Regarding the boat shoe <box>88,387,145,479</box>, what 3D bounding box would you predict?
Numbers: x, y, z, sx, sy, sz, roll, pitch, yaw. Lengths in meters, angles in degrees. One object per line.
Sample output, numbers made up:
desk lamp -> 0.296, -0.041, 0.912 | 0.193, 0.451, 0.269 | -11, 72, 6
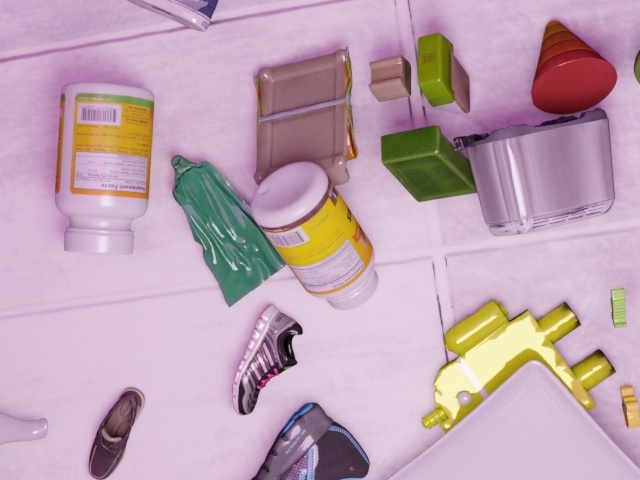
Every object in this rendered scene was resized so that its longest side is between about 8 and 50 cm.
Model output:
boat shoe -> -0.317, 0.295, 1.622 | 0.056, 0.049, 0.152 | 23, 93, 7

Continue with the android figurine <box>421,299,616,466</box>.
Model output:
android figurine -> 0.276, 0.214, 1.535 | 0.273, 0.056, 0.248 | -34, 86, 5

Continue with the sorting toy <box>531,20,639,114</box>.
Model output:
sorting toy -> 0.463, -0.289, 1.502 | 0.366, 0.127, 0.126 | -13, 58, 5

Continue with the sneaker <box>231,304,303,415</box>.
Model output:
sneaker -> -0.075, 0.184, 1.580 | 0.075, 0.063, 0.170 | 20, 88, 14

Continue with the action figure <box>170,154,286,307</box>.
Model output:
action figure -> -0.148, -0.034, 1.592 | 0.137, 0.063, 0.232 | -36, 89, 8

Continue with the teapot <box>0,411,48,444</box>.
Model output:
teapot -> -0.582, 0.332, 1.601 | 0.256, 0.187, 0.252 | 14, 72, 34

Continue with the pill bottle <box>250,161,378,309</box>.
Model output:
pill bottle -> 0.000, 0.000, 1.500 | 0.117, 0.117, 0.215 | -28, 127, 7

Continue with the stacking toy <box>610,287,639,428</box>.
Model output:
stacking toy -> 0.491, 0.154, 1.461 | 0.167, 0.052, 0.221 | -9, 117, 8

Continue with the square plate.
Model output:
square plate -> 0.290, 0.387, 1.498 | 0.344, 0.049, 0.347 | -43, 92, 17

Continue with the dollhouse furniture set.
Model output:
dollhouse furniture set -> 0.064, -0.163, 1.562 | 0.302, 0.151, 0.197 | -8, 68, 26

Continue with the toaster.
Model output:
toaster -> 0.300, -0.091, 1.471 | 0.227, 0.129, 0.146 | -13, 92, -22

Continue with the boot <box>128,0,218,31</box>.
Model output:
boot -> -0.240, -0.390, 1.611 | 0.190, 0.069, 0.086 | 25, 86, 0

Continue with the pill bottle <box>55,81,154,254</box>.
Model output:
pill bottle -> -0.320, -0.104, 1.580 | 0.137, 0.136, 0.245 | 4, 91, 8

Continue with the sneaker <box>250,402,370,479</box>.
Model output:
sneaker -> -0.069, 0.404, 1.549 | 0.140, 0.125, 0.340 | 39, 97, 2
